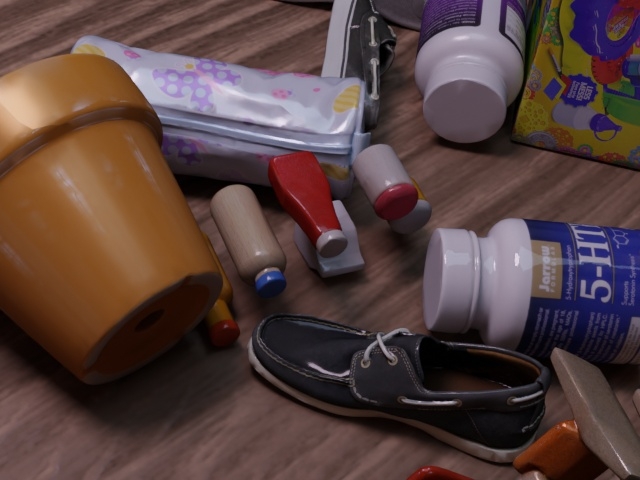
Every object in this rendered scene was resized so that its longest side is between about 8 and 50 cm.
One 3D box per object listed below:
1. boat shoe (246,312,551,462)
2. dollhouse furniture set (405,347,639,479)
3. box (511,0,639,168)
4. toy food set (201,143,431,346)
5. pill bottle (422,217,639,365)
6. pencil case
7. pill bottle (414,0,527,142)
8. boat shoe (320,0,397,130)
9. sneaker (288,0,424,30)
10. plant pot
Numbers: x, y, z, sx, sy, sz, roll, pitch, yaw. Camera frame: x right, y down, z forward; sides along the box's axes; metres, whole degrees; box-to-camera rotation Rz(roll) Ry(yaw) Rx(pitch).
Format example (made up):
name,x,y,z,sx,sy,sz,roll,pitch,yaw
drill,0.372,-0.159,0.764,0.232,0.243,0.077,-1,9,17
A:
name,x,y,z,sx,sy,sz,roll,pitch,yaw
boat shoe,0.059,0.093,0.965,0.233,0.079,0.084,16,44,8
dollhouse furniture set,0.126,0.193,0.762,0.259,0.262,0.135,26,28,-35
box,0.316,-0.272,1.258,0.177,0.290,0.279,13,41,3
toy food set,0.000,0.000,1.032,0.232,0.111,0.104,-11,52,-22
pill bottle,0.182,0.039,1.023,0.187,0.112,0.112,5,42,-6
pencil case,-0.093,-0.108,1.118,0.273,0.113,0.124,8,-2,-5
pill bottle,0.150,-0.189,1.267,0.108,0.108,0.193,11,45,1
boat shoe,0.039,-0.189,1.277,0.070,0.077,0.219,9,50,0
sneaker,0.071,-0.321,1.399,0.296,0.104,0.147,11,47,7
plant pot,-0.178,-0.002,0.951,0.205,0.205,0.188,-27,70,-34
